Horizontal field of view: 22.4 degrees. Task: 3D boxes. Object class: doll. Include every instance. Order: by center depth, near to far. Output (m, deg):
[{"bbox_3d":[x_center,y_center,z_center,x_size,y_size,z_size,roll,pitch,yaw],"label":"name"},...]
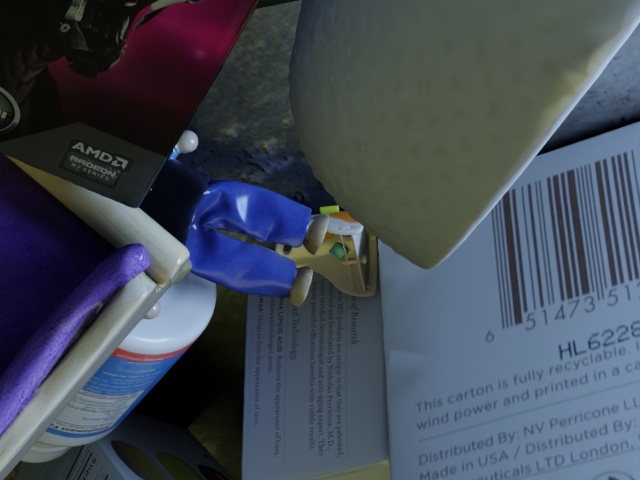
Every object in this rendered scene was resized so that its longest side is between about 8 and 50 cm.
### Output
[{"bbox_3d":[-0.095,-0.008,1.085,0.189,0.129,0.046,18,179,-6],"label":"doll"}]

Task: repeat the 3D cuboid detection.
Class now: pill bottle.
[{"bbox_3d":[-0.176,0.075,1.184,0.124,0.124,0.221,17,142,-24],"label":"pill bottle"}]

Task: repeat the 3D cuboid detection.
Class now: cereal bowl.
[{"bbox_3d":[0.091,-0.159,0.730,0.141,0.339,0.339,37,137,-1],"label":"cereal bowl"}]

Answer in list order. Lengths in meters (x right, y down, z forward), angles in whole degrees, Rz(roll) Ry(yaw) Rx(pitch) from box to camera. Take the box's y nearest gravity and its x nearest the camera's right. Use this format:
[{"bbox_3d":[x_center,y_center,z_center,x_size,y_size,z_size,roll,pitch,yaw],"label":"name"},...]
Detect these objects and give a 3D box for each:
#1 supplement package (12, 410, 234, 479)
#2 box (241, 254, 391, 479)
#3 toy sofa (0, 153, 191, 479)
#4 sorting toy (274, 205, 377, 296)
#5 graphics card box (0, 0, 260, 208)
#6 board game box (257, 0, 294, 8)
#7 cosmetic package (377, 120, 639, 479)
[{"bbox_3d":[-0.146,0.235,1.286,0.139,0.244,0.134,21,96,-30],"label":"supplement package"},{"bbox_3d":[0.031,0.139,1.233,0.119,0.182,0.181,-13,142,19],"label":"box"},{"bbox_3d":[-0.248,0.098,0.975,0.150,0.362,0.177,40,-179,2],"label":"toy sofa"},{"bbox_3d":[0.000,0.000,1.159,0.075,0.045,0.083,0,146,10],"label":"sorting toy"},{"bbox_3d":[-0.122,-0.192,0.795,0.233,0.094,0.371,23,137,-14],"label":"graphics card box"},{"bbox_3d":[-0.065,-0.178,0.916,0.186,0.026,0.126,-10,144,12],"label":"board game box"},{"bbox_3d":[0.274,0.153,1.137,0.329,0.327,0.393,-20,142,23],"label":"cosmetic package"}]
